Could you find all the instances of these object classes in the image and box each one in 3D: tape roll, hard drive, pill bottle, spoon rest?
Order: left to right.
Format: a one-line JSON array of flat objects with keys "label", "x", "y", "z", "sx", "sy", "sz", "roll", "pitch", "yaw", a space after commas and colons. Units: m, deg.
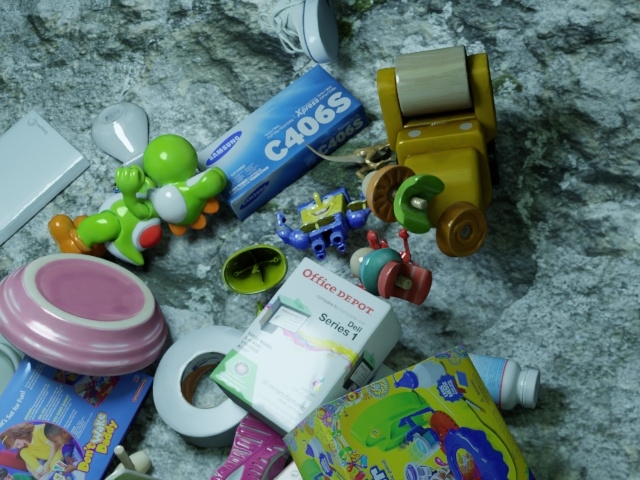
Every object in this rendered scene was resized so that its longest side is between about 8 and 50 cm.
[{"label": "hard drive", "x": -0.728, "y": -0.123, "z": 2.164, "sx": 0.353, "sy": 0.047, "sz": 0.233, "roll": -44, "pitch": 58, "yaw": -11}, {"label": "spoon rest", "x": -0.439, "y": -0.224, "z": 2.128, "sx": 0.137, "sy": 0.084, "sz": 0.276, "roll": -30, "pitch": 43, "yaw": -4}, {"label": "tape roll", "x": -0.197, "y": 0.272, "z": 1.757, "sx": 0.219, "sy": 0.072, "sz": 0.219, "roll": -8, "pitch": 58, "yaw": 13}, {"label": "pill bottle", "x": 0.291, "y": 0.242, "z": 1.616, "sx": 0.160, "sy": 0.087, "sz": 0.087, "roll": 7, "pitch": 63, "yaw": 21}]

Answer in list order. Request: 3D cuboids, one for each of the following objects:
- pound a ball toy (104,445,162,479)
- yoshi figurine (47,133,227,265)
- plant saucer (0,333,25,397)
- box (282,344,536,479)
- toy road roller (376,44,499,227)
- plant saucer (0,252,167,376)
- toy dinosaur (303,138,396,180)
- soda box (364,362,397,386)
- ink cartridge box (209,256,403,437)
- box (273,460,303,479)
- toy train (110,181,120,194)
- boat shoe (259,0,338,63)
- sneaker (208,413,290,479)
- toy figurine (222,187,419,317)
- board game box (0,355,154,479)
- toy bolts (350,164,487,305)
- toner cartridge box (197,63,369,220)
[{"label": "pound a ball toy", "x": -0.326, "y": 0.453, "z": 1.573, "sx": 0.136, "sy": 0.319, "sz": 0.208, "roll": -42, "pitch": 73, "yaw": -9}, {"label": "yoshi figurine", "x": -0.374, "y": -0.098, "z": 1.928, "sx": 0.362, "sy": 0.203, "sz": 0.203, "roll": -24, "pitch": 45, "yaw": 12}, {"label": "plant saucer", "x": -0.663, "y": 0.312, "z": 1.860, "sx": 0.401, "sy": 0.100, "sz": 0.400, "roll": -7, "pitch": 58, "yaw": 12}, {"label": "box", "x": 0.143, "y": 0.359, "z": 1.437, "sx": 0.279, "sy": 0.177, "sz": 0.289, "roll": -20, "pitch": 72, "yaw": -27}, {"label": "toy road roller", "x": 0.226, "y": -0.169, "z": 1.738, "sx": 0.203, "sy": 0.329, "sz": 0.240, "roll": -7, "pitch": 37, "yaw": 13}, {"label": "plant saucer", "x": -0.445, "y": 0.124, "z": 1.785, "sx": 0.332, "sy": 0.332, "sz": 0.084, "roll": 38, "pitch": 118, "yaw": 31}, {"label": "toy dinosaur", "x": 0.082, "y": -0.169, "z": 1.938, "sx": 0.212, "sy": 0.064, "sz": 0.112, "roll": -14, "pitch": 49, "yaw": -14}, {"label": "soda box", "x": 0.108, "y": 0.265, "z": 1.670, "sx": 0.216, "sy": 0.069, "sz": 0.074, "roll": 33, "pitch": 74, "yaw": 29}, {"label": "ink cartridge box", "x": -0.020, "y": 0.196, "z": 1.637, "sx": 0.201, "sy": 0.117, "sz": 0.278, "roll": 29, "pitch": 71, "yaw": 29}, {"label": "box", "x": -0.066, "y": 0.497, "z": 1.540, "sx": 0.232, "sy": 0.148, "sz": 0.127, "roll": -42, "pitch": 58, "yaw": -10}, {"label": "toy train", "x": -0.388, "y": -0.117, "z": 2.070, "sx": 0.158, "sy": 0.027, "sz": 0.036, "roll": -3, "pitch": 71, "yaw": 14}, {"label": "boat shoe", "x": -0.056, "y": -0.504, "z": 2.117, "sx": 0.157, "sy": 0.135, "sz": 0.367, "roll": -19, "pitch": 45, "yaw": 14}, {"label": "sneaker", "x": -0.119, "y": 0.400, "z": 1.643, "sx": 0.103, "sy": 0.111, "sz": 0.252, "roll": 22, "pitch": 46, "yaw": 20}, {"label": "toy figurine", "x": 0.000, "y": 0.000, "z": 1.849, "sx": 0.363, "sy": 0.191, "sz": 0.217, "roll": -24, "pitch": 26, "yaw": 11}, {"label": "board game box", "x": -0.491, "y": 0.362, "z": 1.734, "sx": 0.233, "sy": 0.078, "sz": 0.347, "roll": 27, "pitch": 69, "yaw": 0}, {"label": "toy bolts", "x": 0.150, "y": -0.005, "z": 1.654, "sx": 0.158, "sy": 0.218, "sz": 0.228, "roll": 26, "pitch": 95, "yaw": 54}, {"label": "toner cartridge box", "x": -0.085, "y": -0.211, "z": 2.002, "sx": 0.348, "sy": 0.075, "sz": 0.165, "roll": -39, "pitch": 56, "yaw": -7}]
